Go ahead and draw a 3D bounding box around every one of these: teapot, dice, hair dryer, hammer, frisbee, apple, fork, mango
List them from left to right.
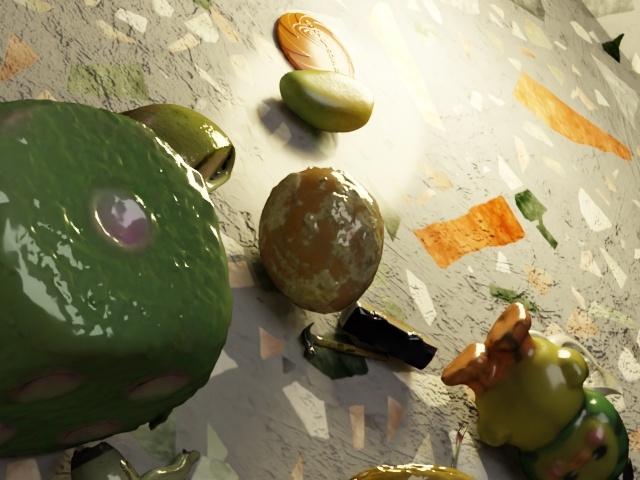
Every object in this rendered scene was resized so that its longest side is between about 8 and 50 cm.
[{"bbox_3d":[-0.317,0.052,1.345,0.322,0.330,0.318,6,57,-44],"label":"dice"},{"bbox_3d":[-0.198,0.352,1.428,0.225,0.088,0.219,19,50,-56],"label":"hair dryer"},{"bbox_3d":[-0.240,-0.142,1.786,0.193,0.120,0.265,40,33,7],"label":"apple"},{"bbox_3d":[-0.002,-0.376,2.313,0.192,0.035,0.192,27,42,-28],"label":"frisbee"},{"bbox_3d":[0.011,-0.259,2.171,0.194,0.092,0.130,19,46,-28],"label":"mango"},{"bbox_3d":[0.039,0.168,1.874,0.182,0.017,0.062,16,47,-39],"label":"hammer"},{"bbox_3d":[0.222,0.339,1.915,0.016,0.012,0.115,35,43,-12],"label":"fork"},{"bbox_3d":[0.446,0.238,2.171,0.226,0.092,0.145,33,36,-18],"label":"teapot"}]

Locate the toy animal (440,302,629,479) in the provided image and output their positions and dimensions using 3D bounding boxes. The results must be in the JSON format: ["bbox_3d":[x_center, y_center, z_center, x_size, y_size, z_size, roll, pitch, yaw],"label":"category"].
[{"bbox_3d":[0.368,0.277,1.973,0.338,0.216,0.191,47,9,-7],"label":"toy animal"}]

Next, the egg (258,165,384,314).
[{"bbox_3d":[0.000,0.000,1.836,0.203,0.203,0.245,21,51,-33],"label":"egg"}]

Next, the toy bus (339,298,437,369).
[{"bbox_3d":[0.108,0.150,1.919,0.172,0.057,0.072,30,13,-24],"label":"toy bus"}]

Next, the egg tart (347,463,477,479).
[{"bbox_3d":[0.120,0.497,1.447,0.443,0.178,0.443,5,73,-18],"label":"egg tart"}]

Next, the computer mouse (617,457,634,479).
[{"bbox_3d":[0.511,0.397,2.118,0.192,0.062,0.106,-5,61,-47],"label":"computer mouse"}]
